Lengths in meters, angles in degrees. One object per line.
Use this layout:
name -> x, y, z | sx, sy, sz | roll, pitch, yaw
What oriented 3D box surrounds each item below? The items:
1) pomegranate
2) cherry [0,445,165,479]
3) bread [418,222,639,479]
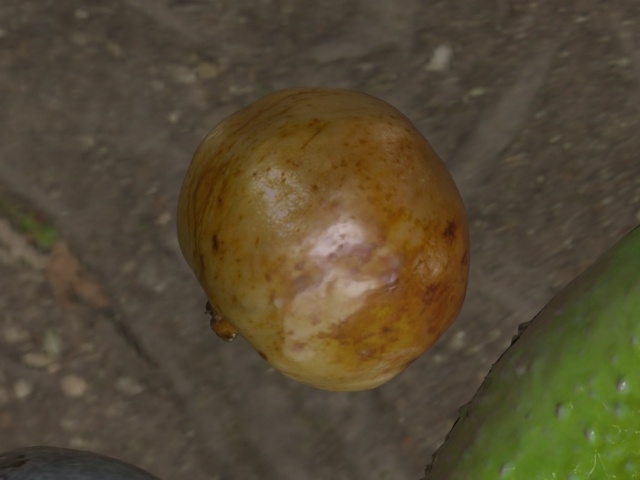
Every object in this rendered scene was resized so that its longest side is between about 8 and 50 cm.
pomegranate -> 0.000, 0.000, 1.366 | 0.248, 0.248, 0.248 | 5, 102, 25
cherry -> -0.206, 0.273, 1.318 | 0.255, 0.296, 0.218 | 22, 118, 30
bread -> 0.126, 0.122, 0.346 | 0.301, 0.045, 0.301 | -9, 75, 34
